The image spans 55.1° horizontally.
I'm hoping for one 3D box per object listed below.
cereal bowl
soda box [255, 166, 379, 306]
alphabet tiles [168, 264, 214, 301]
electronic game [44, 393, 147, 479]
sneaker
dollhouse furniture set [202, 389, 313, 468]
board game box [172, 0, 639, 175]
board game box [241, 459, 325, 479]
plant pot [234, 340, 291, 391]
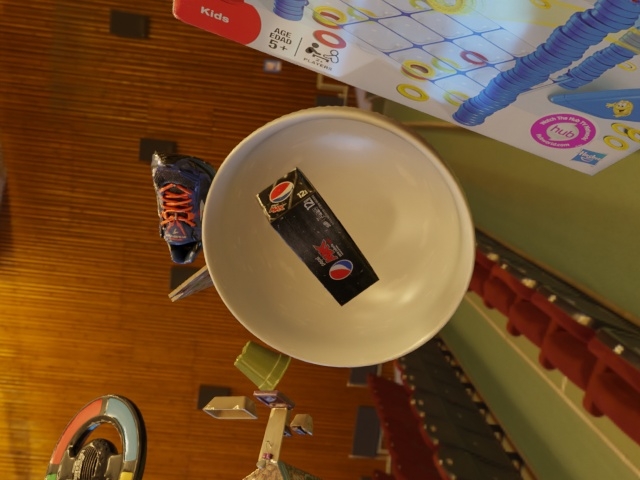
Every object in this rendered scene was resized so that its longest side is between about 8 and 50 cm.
[{"bbox_3d":[0.027,-0.011,0.809,0.141,0.339,0.338,-61,-20,-70],"label":"cereal bowl"},{"bbox_3d":[0.000,0.000,0.677,0.169,0.060,0.053,52,-176,-43],"label":"soda box"},{"bbox_3d":[-0.166,0.046,1.143,0.198,0.009,0.237,-35,-7,32],"label":"alphabet tiles"},{"bbox_3d":[-0.351,0.352,0.949,0.048,0.229,0.229,36,-131,-45],"label":"electronic game"},{"bbox_3d":[-0.180,-0.039,0.821,0.221,0.083,0.087,90,-172,-60],"label":"sneaker"},{"bbox_3d":[-0.082,0.236,0.733,0.091,0.114,0.081,51,-139,-43],"label":"dollhouse furniture set"},{"bbox_3d":[0.098,-0.170,0.278,0.302,0.308,0.086,132,154,-68],"label":"board game box"},{"bbox_3d":[-0.037,0.608,1.243,0.291,0.141,0.232,48,-171,-49],"label":"board game box"},{"bbox_3d":[-0.106,0.218,1.077,0.083,0.079,0.083,-56,4,6],"label":"plant pot"}]
